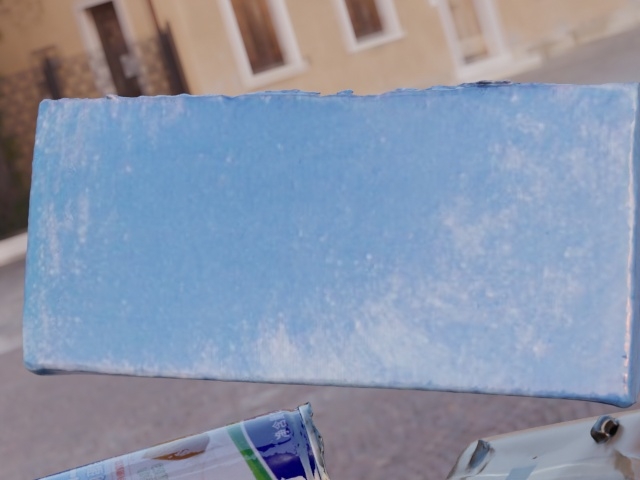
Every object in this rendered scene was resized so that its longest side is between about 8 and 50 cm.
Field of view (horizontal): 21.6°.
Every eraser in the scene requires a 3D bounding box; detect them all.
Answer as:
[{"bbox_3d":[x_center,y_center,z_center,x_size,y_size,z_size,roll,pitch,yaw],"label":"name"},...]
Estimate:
[{"bbox_3d":[0.000,0.000,0.791,0.312,0.144,0.043,0,-5,25],"label":"eraser"}]

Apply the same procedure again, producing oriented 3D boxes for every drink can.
[{"bbox_3d":[-0.106,0.171,0.991,0.235,0.097,0.097,-15,7,-4],"label":"drink can"}]

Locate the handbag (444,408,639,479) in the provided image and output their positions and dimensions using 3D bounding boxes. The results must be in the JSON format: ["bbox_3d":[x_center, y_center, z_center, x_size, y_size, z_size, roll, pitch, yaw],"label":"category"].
[{"bbox_3d":[0.229,0.241,1.132,0.302,0.283,0.149,-25,35,60],"label":"handbag"}]
